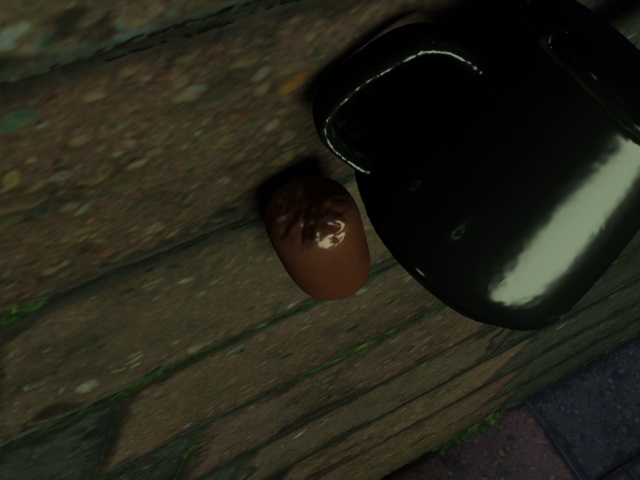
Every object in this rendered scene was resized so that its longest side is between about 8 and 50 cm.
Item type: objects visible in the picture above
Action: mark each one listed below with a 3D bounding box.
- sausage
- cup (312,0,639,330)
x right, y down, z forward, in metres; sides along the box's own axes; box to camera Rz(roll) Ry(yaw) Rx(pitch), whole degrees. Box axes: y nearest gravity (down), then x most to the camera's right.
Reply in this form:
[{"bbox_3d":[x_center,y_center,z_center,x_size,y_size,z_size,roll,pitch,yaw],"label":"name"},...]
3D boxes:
[{"bbox_3d":[0.000,0.000,0.814,0.062,0.062,0.154,-31,163,-3],"label":"sausage"},{"bbox_3d":[0.106,-0.059,0.709,0.223,0.169,0.176,26,121,-35],"label":"cup"}]
